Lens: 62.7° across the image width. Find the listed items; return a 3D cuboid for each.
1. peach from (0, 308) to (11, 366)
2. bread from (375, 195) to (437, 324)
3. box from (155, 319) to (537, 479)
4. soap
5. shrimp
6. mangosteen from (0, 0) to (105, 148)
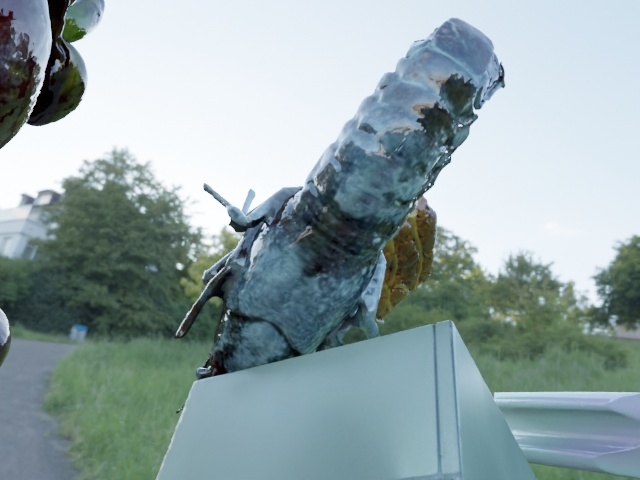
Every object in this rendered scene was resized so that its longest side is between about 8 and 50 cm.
[{"bbox_3d":[-0.520,0.139,0.750,0.152,0.152,0.152,12,-20,4],"label":"peach"},{"bbox_3d":[0.120,0.027,0.961,0.114,0.185,0.274,40,-17,29],"label":"bread"},{"bbox_3d":[0.035,0.202,0.406,0.225,0.117,0.225,-19,-57,24],"label":"box"},{"bbox_3d":[0.445,0.290,0.793,0.208,0.115,0.347,12,-19,-27],"label":"soap"},{"bbox_3d":[-0.003,0.004,0.450,0.221,0.166,0.410,36,-62,-1],"label":"shrimp"},{"bbox_3d":[-0.252,-0.152,0.339,0.215,0.215,0.257,4,19,24],"label":"mangosteen"}]
